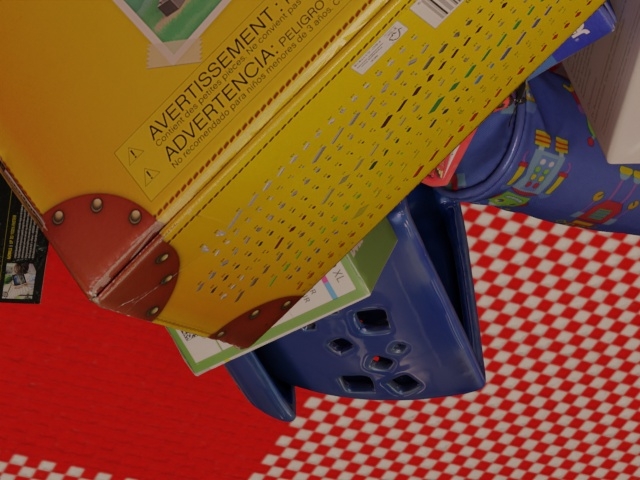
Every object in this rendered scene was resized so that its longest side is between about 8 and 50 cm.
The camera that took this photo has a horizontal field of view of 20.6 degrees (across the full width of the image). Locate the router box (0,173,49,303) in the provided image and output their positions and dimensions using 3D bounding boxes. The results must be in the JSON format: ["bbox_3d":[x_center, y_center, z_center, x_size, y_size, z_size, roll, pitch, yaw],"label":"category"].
[{"bbox_3d":[-0.297,-0.024,1.513,0.133,0.046,0.179,3,132,-16],"label":"router box"}]

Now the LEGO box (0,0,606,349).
[{"bbox_3d":[-0.018,-0.242,1.055,0.500,0.372,0.193,-44,154,11],"label":"LEGO box"}]

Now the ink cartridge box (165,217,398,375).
[{"bbox_3d":[-0.008,0.014,1.281,0.209,0.109,0.062,-27,103,21],"label":"ink cartridge box"}]

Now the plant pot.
[{"bbox_3d":[0.000,0.000,1.489,0.212,0.236,0.236,-17,134,13],"label":"plant pot"}]

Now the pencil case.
[{"bbox_3d":[0.219,-0.080,1.492,0.306,0.133,0.119,8,156,-43],"label":"pencil case"}]

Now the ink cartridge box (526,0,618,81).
[{"bbox_3d":[0.033,-0.209,1.260,0.395,0.270,0.151,-29,138,14],"label":"ink cartridge box"}]

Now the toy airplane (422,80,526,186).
[{"bbox_3d":[0.065,-0.095,1.167,0.151,0.028,0.151,-8,138,-8],"label":"toy airplane"}]

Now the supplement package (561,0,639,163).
[{"bbox_3d":[0.267,-0.216,1.294,0.175,0.293,0.178,-2,134,-13],"label":"supplement package"}]
